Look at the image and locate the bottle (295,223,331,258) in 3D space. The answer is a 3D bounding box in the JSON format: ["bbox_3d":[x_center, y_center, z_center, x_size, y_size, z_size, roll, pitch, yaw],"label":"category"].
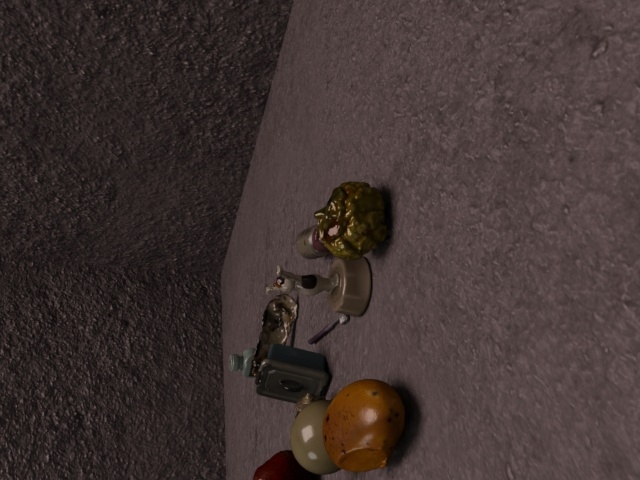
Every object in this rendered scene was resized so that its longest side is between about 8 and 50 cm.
[{"bbox_3d":[0.000,0.000,1.916,0.233,0.110,0.109,160,114,-70],"label":"bottle"}]

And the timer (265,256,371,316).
[{"bbox_3d":[-0.011,0.121,1.645,0.175,0.266,0.175,-175,90,-73],"label":"timer"}]

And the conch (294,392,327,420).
[{"bbox_3d":[-0.021,0.559,1.762,0.130,0.155,0.207,5,108,51],"label":"conch"}]

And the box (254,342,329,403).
[{"bbox_3d":[-0.092,0.438,1.901,0.130,0.227,0.162,-84,9,-57],"label":"box"}]

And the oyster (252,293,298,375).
[{"bbox_3d":[-0.191,0.370,2.295,0.078,0.129,0.345,-165,97,-78],"label":"oyster"}]

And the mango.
[{"bbox_3d":[0.106,0.423,1.375,0.290,0.160,0.191,125,155,-51],"label":"mango"}]

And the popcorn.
[{"bbox_3d":[0.085,-0.052,1.567,0.189,0.170,0.218,-35,41,60],"label":"popcorn"}]

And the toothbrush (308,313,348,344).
[{"bbox_3d":[0.023,0.292,1.893,0.354,0.024,0.029,130,134,-60],"label":"toothbrush"}]

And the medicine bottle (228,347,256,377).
[{"bbox_3d":[-0.252,0.495,2.362,0.083,0.229,0.121,-112,32,-58],"label":"medicine bottle"}]

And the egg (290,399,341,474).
[{"bbox_3d":[0.010,0.536,1.588,0.241,0.186,0.186,100,165,-48],"label":"egg"}]

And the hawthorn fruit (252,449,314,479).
[{"bbox_3d":[-0.110,0.823,1.870,0.266,0.210,0.230,61,140,42],"label":"hawthorn fruit"}]
